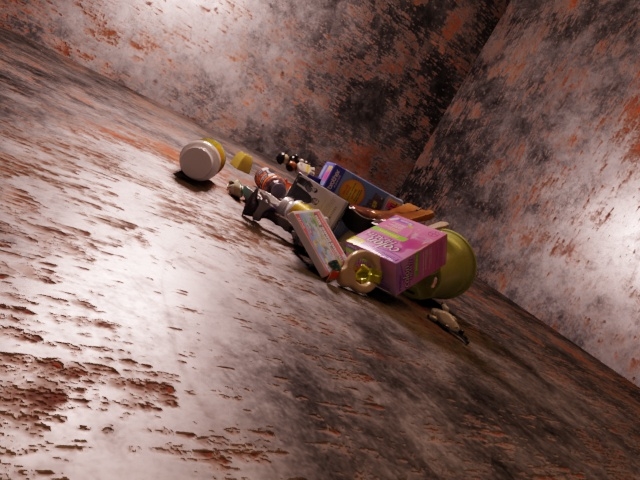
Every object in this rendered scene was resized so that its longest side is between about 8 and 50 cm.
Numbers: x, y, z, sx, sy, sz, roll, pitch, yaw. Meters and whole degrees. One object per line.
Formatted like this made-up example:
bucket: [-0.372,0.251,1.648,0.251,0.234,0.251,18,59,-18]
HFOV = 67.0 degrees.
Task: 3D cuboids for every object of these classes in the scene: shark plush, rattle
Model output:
shark plush: [0.416,0.262,1.536,0.161,0.073,0.067,31,-21,33]
rattle: [0.068,0.088,1.397,0.200,0.130,0.143,-9,19,-30]

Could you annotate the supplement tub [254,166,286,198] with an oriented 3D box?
supplement tub: [-0.214,-0.247,2.113,0.106,0.106,0.198,23,12,-33]

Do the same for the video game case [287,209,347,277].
video game case: [0.000,0.000,1.467,0.204,0.025,0.285,61,16,3]

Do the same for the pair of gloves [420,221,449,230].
pair of gloves: [0.335,-0.022,1.790,0.204,0.042,0.240,-20,9,-22]

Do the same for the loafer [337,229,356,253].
loafer: [0.190,0.042,1.852,0.269,0.092,0.102,25,13,-18]

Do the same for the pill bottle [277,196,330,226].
pill bottle: [-0.065,-0.080,1.724,0.184,0.103,0.103,35,12,24]

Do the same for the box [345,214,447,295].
box: [0.240,0.038,1.533,0.243,0.117,0.214,-27,35,-32]

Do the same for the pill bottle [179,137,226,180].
pill bottle: [-0.405,-0.277,1.658,0.136,0.136,0.245,28,11,-10]

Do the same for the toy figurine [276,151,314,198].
toy figurine: [-0.139,-0.290,2.239,0.148,0.212,0.209,14,19,-24]

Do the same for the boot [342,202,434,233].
boot: [0.247,-0.108,1.835,0.281,0.096,0.264,-23,30,-35]

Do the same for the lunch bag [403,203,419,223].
lunch bag: [0.362,-0.100,2.637,0.328,0.238,0.385,31,27,3]

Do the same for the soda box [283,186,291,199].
soda box: [-0.022,-0.127,2.079,0.286,0.098,0.091,22,13,-33]

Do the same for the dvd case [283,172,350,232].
dvd case: [-0.030,-0.121,1.803,0.239,0.179,0.030,34,8,23]

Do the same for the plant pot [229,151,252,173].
plant pot: [-0.385,-0.393,2.405,0.082,0.083,0.081,20,14,-45]

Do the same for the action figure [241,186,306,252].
action figure: [-0.105,-0.052,1.516,0.285,0.099,0.185,32,-1,-12]

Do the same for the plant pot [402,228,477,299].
plant pot: [0.393,0.104,1.754,0.276,0.276,0.254,34,23,25]

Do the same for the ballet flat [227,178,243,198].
ballet flat: [-0.312,-0.186,1.756,0.053,0.057,0.168,-2,15,-13]

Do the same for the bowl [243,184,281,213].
bowl: [-0.211,-0.144,1.777,0.142,0.053,0.142,34,12,28]

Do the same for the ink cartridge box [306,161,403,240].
ink cartridge box: [0.091,-0.136,1.947,0.396,0.269,0.151,26,4,-16]
